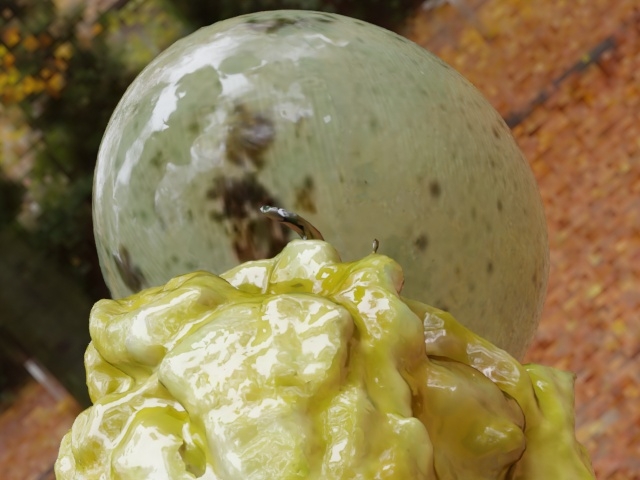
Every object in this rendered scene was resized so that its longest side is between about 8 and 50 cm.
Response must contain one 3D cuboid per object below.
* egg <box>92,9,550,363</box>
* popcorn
[{"bbox_3d":[0.000,0.000,1.223,0.287,0.287,0.379,-40,-29,15],"label":"egg"},{"bbox_3d":[0.004,0.104,0.793,0.249,0.249,0.225,-34,34,50],"label":"popcorn"}]
